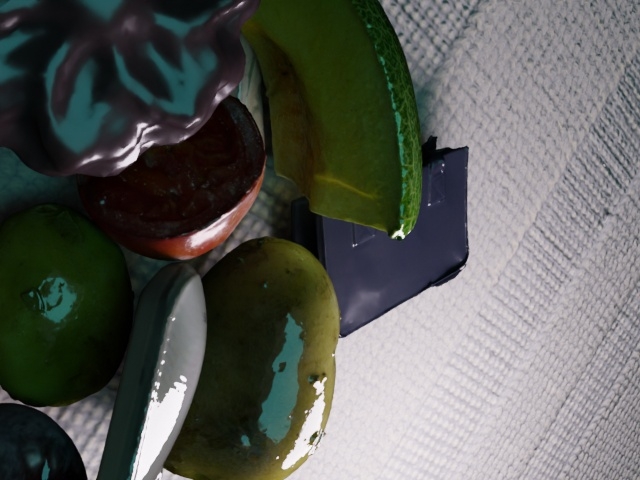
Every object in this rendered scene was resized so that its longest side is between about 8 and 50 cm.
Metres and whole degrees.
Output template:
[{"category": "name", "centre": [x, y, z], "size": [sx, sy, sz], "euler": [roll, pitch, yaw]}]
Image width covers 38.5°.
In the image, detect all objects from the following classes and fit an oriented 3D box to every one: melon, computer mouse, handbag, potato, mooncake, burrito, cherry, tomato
[{"category": "melon", "centre": [0.008, -0.210, 1.148], "size": [0.226, 0.331, 0.344], "euler": [-4, 120, -5]}, {"category": "computer mouse", "centre": [-0.196, 0.185, 1.076], "size": [0.095, 0.197, 0.331], "euler": [12, 79, -5]}, {"category": "handbag", "centre": [0.091, -0.027, 1.406], "size": [0.325, 0.118, 0.269], "euler": [-26, 126, -38]}, {"category": "potato", "centre": [-0.091, 0.177, 1.252], "size": [0.269, 0.219, 0.359], "euler": [29, 99, -5]}, {"category": "mooncake", "centre": [-0.255, -0.249, 0.939], "size": [0.381, 0.212, 0.351], "euler": [26, 97, -32]}, {"category": "burrito", "centre": [-0.108, -0.180, 1.211], "size": [0.082, 0.059, 0.275], "euler": [-41, 137, -61]}, {"category": "cherry", "centre": [-0.393, 0.292, 1.042], "size": [0.255, 0.296, 0.218], "euler": [3, 94, -67]}, {"category": "tomato", "centre": [-0.174, -0.070, 1.128], "size": [0.233, 0.200, 0.139], "euler": [-46, 161, -19]}, {"category": "potato", "centre": [-0.315, 0.083, 1.092], "size": [0.186, 0.148, 0.253], "euler": [-13, 112, -12]}]
